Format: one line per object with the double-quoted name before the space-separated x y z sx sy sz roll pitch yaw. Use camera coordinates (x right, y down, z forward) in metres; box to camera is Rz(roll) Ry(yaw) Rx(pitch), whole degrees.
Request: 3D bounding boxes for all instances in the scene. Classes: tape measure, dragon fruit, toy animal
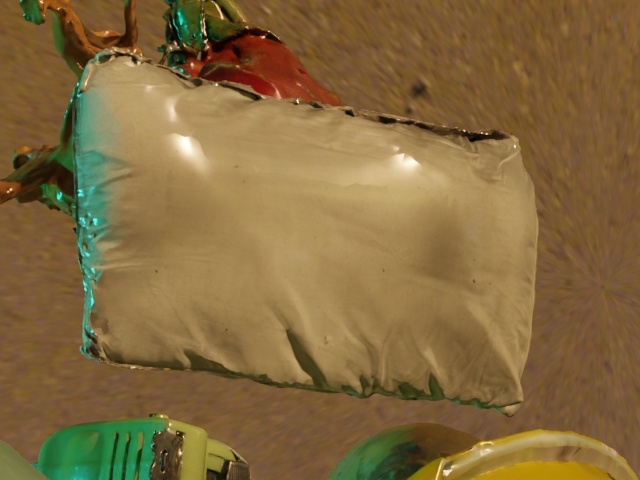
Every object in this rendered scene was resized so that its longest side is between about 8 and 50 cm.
"tape measure" -0.153 0.212 1.722 0.200 0.175 0.106 -12 66 40
"dragon fruit" -0.082 -0.081 1.587 0.269 0.200 0.198 53 134 11
"toy animal" -0.145 -0.098 1.325 0.114 0.116 0.255 31 125 6

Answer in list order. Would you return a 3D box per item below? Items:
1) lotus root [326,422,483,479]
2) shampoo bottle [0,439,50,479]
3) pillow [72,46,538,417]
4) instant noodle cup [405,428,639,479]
"lotus root" 0.091 0.238 1.392 0.151 0.342 0.169 -12 62 11
"shampoo bottle" -0.192 0.081 0.638 0.349 0.151 0.222 37 56 13
"pillow" 0.000 0.000 0.832 0.229 0.051 0.128 10 76 -33
"instant noodle cup" 0.116 0.281 0.852 0.254 0.325 0.325 37 94 38
